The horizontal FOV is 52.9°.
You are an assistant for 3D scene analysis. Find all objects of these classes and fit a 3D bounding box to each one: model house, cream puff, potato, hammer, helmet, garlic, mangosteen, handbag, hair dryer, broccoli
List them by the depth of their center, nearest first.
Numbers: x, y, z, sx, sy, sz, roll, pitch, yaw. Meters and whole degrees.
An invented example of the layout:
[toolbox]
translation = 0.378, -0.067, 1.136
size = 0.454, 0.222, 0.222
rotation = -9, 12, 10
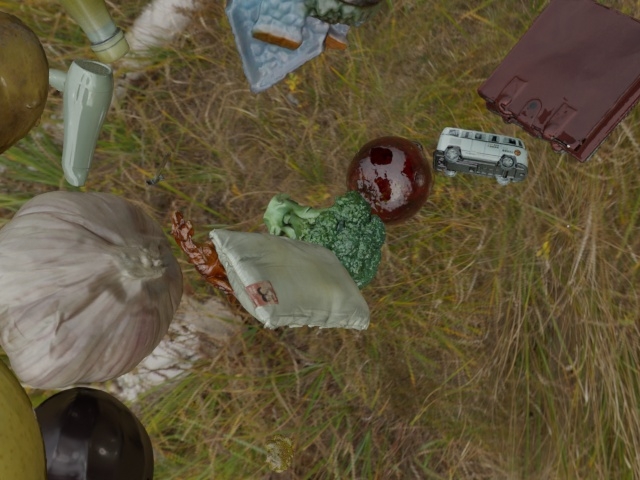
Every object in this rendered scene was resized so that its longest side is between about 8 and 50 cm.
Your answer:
[potato]
translation = -0.327, -0.131, 0.574
size = 0.137, 0.176, 0.137
rotation = 16, 132, 19
[helmet]
translation = -0.341, 0.336, 0.938
size = 0.177, 0.225, 0.305
rotation = -53, 37, 0
[garlic]
translation = -0.346, 0.060, 0.976
size = 0.259, 0.317, 0.318
rotation = -15, 86, 36
[hair dryer]
translation = -0.447, -0.234, 1.115
size = 0.237, 0.075, 0.207
rotation = 38, 119, 35
[handbag]
translation = 0.478, -0.311, 1.219
size = 0.275, 0.084, 0.260
rotation = -48, 55, 4
[broccoli]
translation = 0.000, 0.000, 1.328
size = 0.270, 0.270, 0.270
rotation = 37, 103, 15
[model house]
translation = -0.057, -0.478, 1.346
size = 0.297, 0.360, 0.339
rotation = 15, 138, -16
[cream puff]
translation = -0.101, 0.508, 1.536
size = 0.083, 0.083, 0.058
rotation = 51, 142, 6
[mangosteen]
translation = 0.185, -0.157, 1.570
size = 0.215, 0.257, 0.215
rotation = 22, 127, 34
[hammer]
translation = -0.454, -0.203, 1.819
size = 0.017, 0.062, 0.182
rotation = 56, 147, 5

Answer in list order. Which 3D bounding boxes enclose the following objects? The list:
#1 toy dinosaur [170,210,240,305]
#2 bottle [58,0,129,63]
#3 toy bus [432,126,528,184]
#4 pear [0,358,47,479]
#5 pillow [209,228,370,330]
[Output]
[toy dinosaur]
translation = -0.233, 0.092, 1.601
size = 0.208, 0.432, 0.097
rotation = 18, 59, 33
[bottle]
translation = -0.268, -0.299, 0.627
size = 0.083, 0.270, 0.083
rotation = -15, 41, 13
[toy bus]
translation = 0.334, -0.177, 1.334
size = 0.193, 0.087, 0.089
rotation = 11, 71, 14
[pear]
translation = -0.385, 0.212, 0.497
size = 0.348, 0.348, 0.349
rotation = 0, 91, 21
[pillow]
translation = -0.026, 0.047, 0.725
size = 0.051, 0.229, 0.128
rotation = -44, 63, 20
